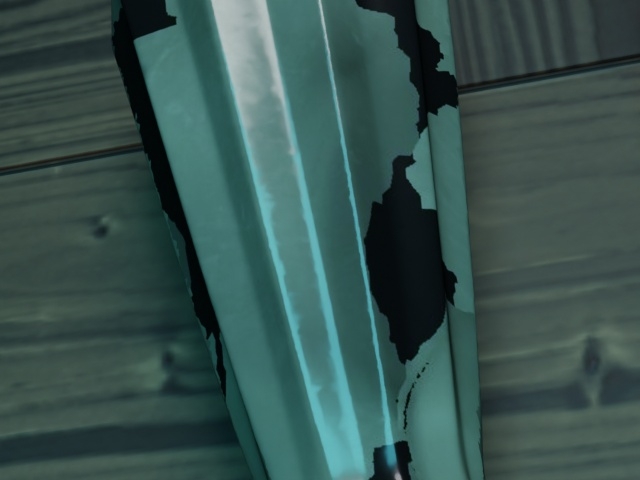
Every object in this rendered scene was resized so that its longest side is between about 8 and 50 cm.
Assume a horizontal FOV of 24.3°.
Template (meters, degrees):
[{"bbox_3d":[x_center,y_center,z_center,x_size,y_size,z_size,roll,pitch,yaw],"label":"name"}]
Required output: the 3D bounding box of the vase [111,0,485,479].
[{"bbox_3d":[0.000,0.000,0.640,0.165,0.165,0.360,-13,60,4],"label":"vase"}]
